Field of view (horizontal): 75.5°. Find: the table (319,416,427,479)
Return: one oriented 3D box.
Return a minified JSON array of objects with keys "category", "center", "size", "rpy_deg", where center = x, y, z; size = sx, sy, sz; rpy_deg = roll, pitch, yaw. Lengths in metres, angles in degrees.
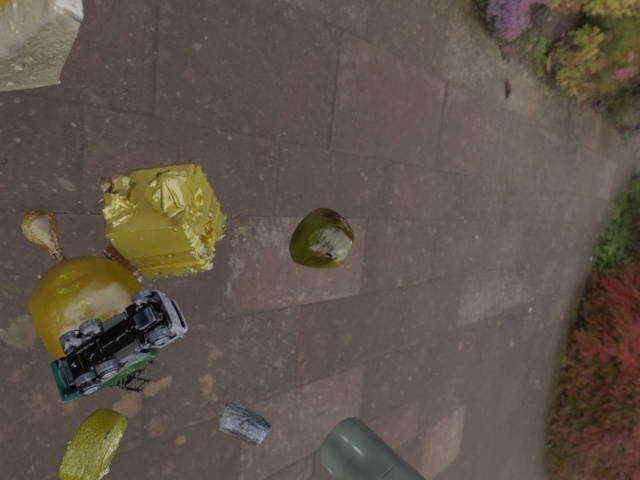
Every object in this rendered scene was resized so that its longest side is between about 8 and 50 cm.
[{"category":"table","center":[0.112,0.468,0.813],"size":[0.126,0.220,0.126],"rpy_deg":[-16,118,-33]}]

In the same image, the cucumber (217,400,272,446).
[{"category":"cucumber","center":[-0.160,0.389,0.877],"size":[0.064,0.111,0.064],"rpy_deg":[25,90,-88]}]

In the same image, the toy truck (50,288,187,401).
[{"category":"toy truck","center":[-0.379,0.198,0.776],"size":[0.253,0.114,0.124],"rpy_deg":[-32,162,-4]}]

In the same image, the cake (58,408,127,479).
[{"category":"cake","center":[-0.852,0.778,1.561],"size":[0.156,0.179,0.261],"rpy_deg":[19,76,-3]}]

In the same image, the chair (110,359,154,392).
[{"category":"chair","center":[-0.862,0.579,1.799],"size":[0.106,0.229,0.113],"rpy_deg":[-68,166,-83]}]

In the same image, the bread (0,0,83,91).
[{"category":"bread","center":[-0.220,-0.148,0.259],"size":[0.105,0.152,0.077],"rpy_deg":[-21,101,-35]}]

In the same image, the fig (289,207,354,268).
[{"category":"fig","center":[0.000,0.000,1.019],"size":[0.144,0.165,0.154],"rpy_deg":[51,19,-76]}]

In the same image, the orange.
[{"category":"orange","center":[-0.545,0.172,0.986],"size":[0.235,0.279,0.279],"rpy_deg":[-39,123,-38]}]

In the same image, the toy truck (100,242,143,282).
[{"category":"toy truck","center":[-0.654,0.113,1.304],"size":[0.133,0.338,0.184],"rpy_deg":[45,52,-8]}]

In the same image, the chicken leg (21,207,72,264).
[{"category":"chicken leg","center":[-0.942,0.006,1.443],"size":[0.252,0.107,0.087],"rpy_deg":[60,12,-7]}]

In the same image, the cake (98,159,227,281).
[{"category":"cake","center":[-0.395,-0.070,1.053],"size":[0.286,0.227,0.223],"rpy_deg":[74,11,-50]}]
